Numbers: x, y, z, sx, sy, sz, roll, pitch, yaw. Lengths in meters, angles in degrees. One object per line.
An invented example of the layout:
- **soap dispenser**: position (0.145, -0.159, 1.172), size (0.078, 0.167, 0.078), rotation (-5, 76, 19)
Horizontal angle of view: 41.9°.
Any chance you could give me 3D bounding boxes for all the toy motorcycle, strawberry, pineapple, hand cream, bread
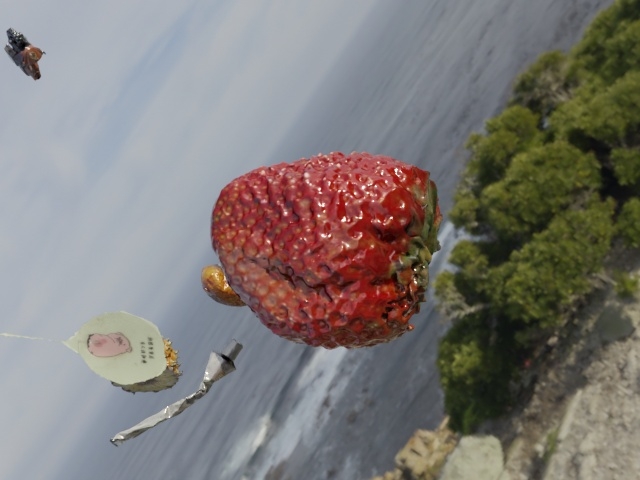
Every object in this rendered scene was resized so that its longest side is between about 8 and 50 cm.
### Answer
- **toy motorcycle**: position (-0.859, -0.533, 2.444), size (0.084, 0.118, 0.212), rotation (-46, -7, -18)
- **strawberry**: position (0.000, 0.000, 1.246), size (0.267, 0.351, 0.312), rotation (93, -164, -59)
- **pineapple**: position (-0.413, 0.266, 1.965), size (0.176, 0.161, 0.136), rotation (-31, 46, 32)
- **hand cream**: position (-0.226, 0.252, 1.346), size (0.257, 0.050, 0.084), rotation (-39, -7, -13)
- **bread**: position (-0.243, 0.127, 2.182), size (0.095, 0.139, 0.269), rotation (-52, -7, -11)

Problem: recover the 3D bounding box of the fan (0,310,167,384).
- **fan**: position (-0.441, 0.192, 1.574), size (0.010, 0.310, 0.182), rotation (-60, 33, 36)
